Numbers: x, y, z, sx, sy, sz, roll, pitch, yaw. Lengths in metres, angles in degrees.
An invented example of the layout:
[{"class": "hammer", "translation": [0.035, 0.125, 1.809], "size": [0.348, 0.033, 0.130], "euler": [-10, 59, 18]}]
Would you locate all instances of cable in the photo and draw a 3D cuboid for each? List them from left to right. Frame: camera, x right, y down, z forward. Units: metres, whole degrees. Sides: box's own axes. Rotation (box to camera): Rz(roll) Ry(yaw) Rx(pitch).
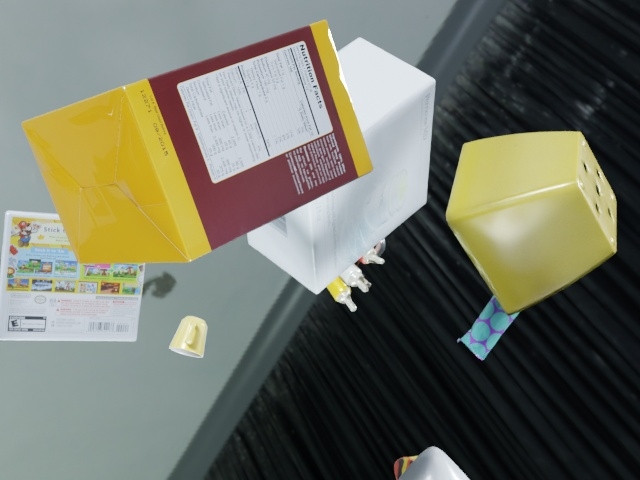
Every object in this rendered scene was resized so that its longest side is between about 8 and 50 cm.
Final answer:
[{"class": "cable", "translation": [0.000, 0.000, 1.536], "size": [0.139, 0.287, 0.072], "euler": [-57, 150, 3]}]

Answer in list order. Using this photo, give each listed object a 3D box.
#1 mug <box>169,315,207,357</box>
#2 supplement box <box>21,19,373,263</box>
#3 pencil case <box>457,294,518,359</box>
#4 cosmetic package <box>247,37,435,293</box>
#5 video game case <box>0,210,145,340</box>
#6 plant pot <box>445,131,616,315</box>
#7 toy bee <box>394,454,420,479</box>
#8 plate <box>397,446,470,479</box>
[{"class": "mug", "translation": [-0.227, 0.170, 1.541], "size": [0.062, 0.078, 0.064], "euler": [28, 68, -34]}, {"class": "supplement box", "translation": [-0.101, -0.077, 0.710], "size": [0.194, 0.191, 0.129], "euler": [-28, 106, -36]}, {"class": "pencil case", "translation": [0.343, 0.161, 1.724], "size": [0.152, 0.064, 0.070], "euler": [-54, 179, 7]}, {"class": "cosmetic package", "translation": [0.023, -0.094, 1.105], "size": [0.224, 0.138, 0.224], "euler": [-40, 148, -26]}, {"class": "video game case", "translation": [-0.401, 0.061, 1.404], "size": [0.227, 0.026, 0.206], "euler": [4, 99, -26]}, {"class": "plant pot", "translation": [0.337, -0.046, 1.325], "size": [0.187, 0.212, 0.212], "euler": [-20, 120, 32]}, {"class": "toy bee", "translation": [0.207, 0.479, 1.340], "size": [0.195, 0.298, 0.162], "euler": [-23, 177, -36]}, {"class": "plate", "translation": [0.154, 0.460, 1.118], "size": [0.277, 0.278, 0.045], "euler": [-45, -179, -11]}]
